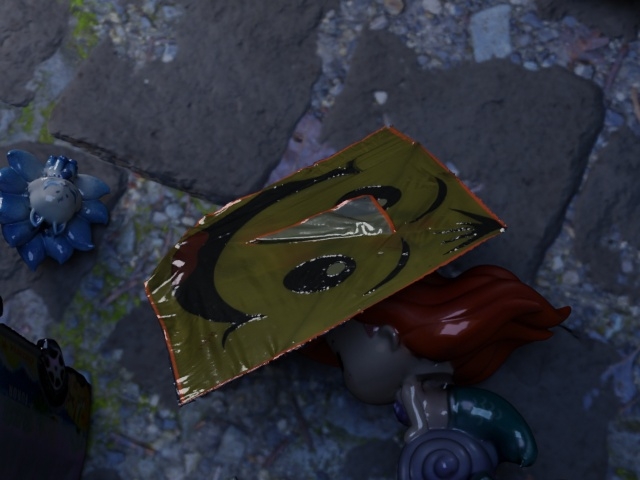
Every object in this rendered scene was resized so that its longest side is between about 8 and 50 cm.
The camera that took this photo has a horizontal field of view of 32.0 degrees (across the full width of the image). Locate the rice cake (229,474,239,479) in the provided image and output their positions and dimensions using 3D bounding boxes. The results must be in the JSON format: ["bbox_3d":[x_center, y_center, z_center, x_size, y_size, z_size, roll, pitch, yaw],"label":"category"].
[{"bbox_3d":[-0.011,0.258,0.914,0.180,0.030,0.042,37,91,15],"label":"rice cake"}]

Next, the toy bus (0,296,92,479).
[{"bbox_3d":[-0.267,0.124,0.832,0.112,0.317,0.138,-5,72,6],"label":"toy bus"}]

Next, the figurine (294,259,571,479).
[{"bbox_3d":[0.098,0.113,0.894,0.208,0.181,0.257,-38,64,34],"label":"figurine"}]

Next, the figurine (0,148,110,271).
[{"bbox_3d":[-0.248,-0.023,1.007,0.079,0.114,0.114,-19,64,46],"label":"figurine"}]

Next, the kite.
[{"bbox_3d":[0.001,0.002,0.907,0.327,0.013,0.377,-4,34,31],"label":"kite"}]
